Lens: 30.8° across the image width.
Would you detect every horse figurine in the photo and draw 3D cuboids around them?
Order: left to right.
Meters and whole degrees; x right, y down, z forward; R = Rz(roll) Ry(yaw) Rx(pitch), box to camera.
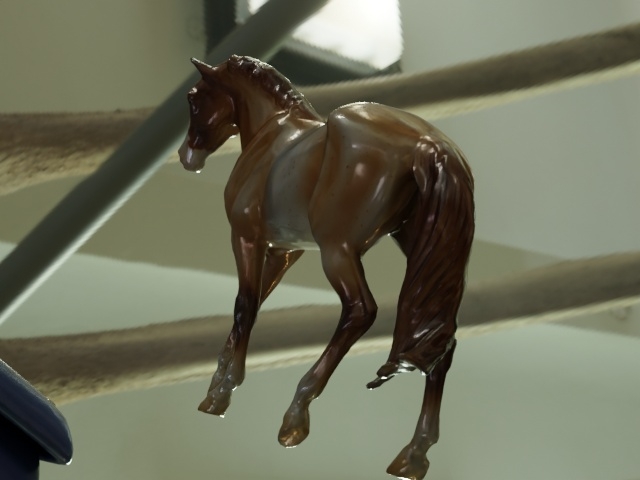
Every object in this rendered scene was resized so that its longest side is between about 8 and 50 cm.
[{"bbox_3d":[0.000,0.000,0.505,0.066,0.263,0.175,15,-94,-28],"label":"horse figurine"}]

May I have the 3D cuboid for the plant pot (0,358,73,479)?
[{"bbox_3d":[-0.352,0.171,0.909,0.236,0.236,0.212,49,-124,-37],"label":"plant pot"}]
